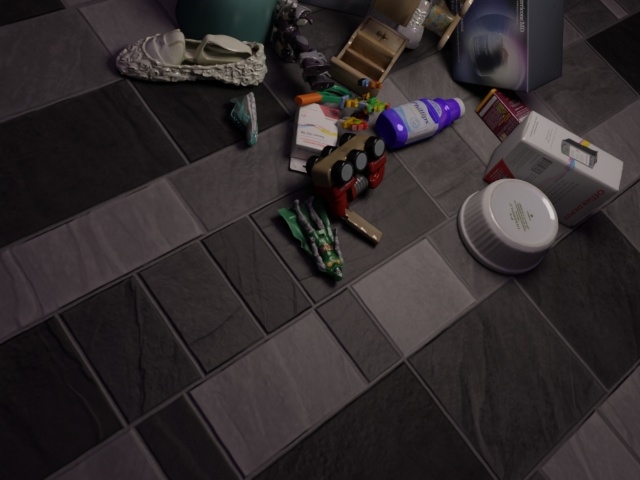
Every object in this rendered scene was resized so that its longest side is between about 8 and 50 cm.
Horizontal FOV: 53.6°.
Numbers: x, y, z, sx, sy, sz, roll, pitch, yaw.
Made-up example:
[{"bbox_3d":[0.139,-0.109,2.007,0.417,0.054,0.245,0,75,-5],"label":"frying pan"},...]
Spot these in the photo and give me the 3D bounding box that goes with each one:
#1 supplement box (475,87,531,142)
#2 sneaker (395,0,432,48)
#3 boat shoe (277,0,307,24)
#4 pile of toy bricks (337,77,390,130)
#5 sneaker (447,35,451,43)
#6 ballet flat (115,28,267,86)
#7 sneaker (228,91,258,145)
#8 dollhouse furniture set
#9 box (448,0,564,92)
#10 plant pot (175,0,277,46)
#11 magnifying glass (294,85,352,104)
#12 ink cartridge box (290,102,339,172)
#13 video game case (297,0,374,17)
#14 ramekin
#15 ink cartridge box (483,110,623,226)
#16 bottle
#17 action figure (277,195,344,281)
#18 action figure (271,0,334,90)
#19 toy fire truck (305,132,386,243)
[{"bbox_3d":[0.588,-0.379,1.969,0.081,0.104,0.188,-29,76,-30],"label":"supplement box"},{"bbox_3d":[0.309,-0.721,2.050,0.091,0.115,0.232,22,59,-6],"label":"sneaker"},{"bbox_3d":[-0.106,-0.735,1.958,0.184,0.066,0.063,34,58,12],"label":"boat shoe"},{"bbox_3d":[0.141,-0.379,1.770,0.105,0.118,0.212,18,33,23],"label":"pile of toy bricks"},{"bbox_3d":[0.449,-0.666,2.111,0.071,0.068,0.169,-7,57,-3],"label":"sneaker"},{"bbox_3d":[-0.341,-0.510,1.716,0.409,0.147,0.146,-1,64,-18],"label":"ballet flat"},{"bbox_3d":[-0.209,-0.324,1.712,0.076,0.065,0.166,-6,61,-3],"label":"sneaker"},{"bbox_3d":[0.192,-0.636,1.804,0.362,0.394,0.256,31,58,0],"label":"dollhouse furniture set"},{"bbox_3d":[0.557,-0.630,1.912,0.183,0.296,0.294,-29,35,-29],"label":"box"},{"bbox_3d":[-0.252,-0.713,1.792,0.293,0.235,0.292,8,62,-14],"label":"plant pot"},{"bbox_3d":[0.008,-0.407,1.789,0.092,0.026,0.231,35,32,23],"label":"magnifying glass"},{"bbox_3d":[-0.016,-0.279,1.737,0.115,0.067,0.198,12,60,-13],"label":"ink cartridge box"},{"bbox_3d":[0.051,-0.793,1.956,0.275,0.196,0.026,8,63,-14],"label":"video game case"},{"bbox_3d":[0.533,-0.050,1.763,0.273,0.127,0.272,8,61,-15],"label":"ramekin"},{"bbox_3d":[0.667,-0.202,1.831,0.306,0.226,0.131,28,59,-4],"label":"ink cartridge box"},{"bbox_3d":[0.302,-0.359,1.870,0.283,0.092,0.118,-21,69,-26],"label":"bottle"},{"bbox_3d":[0.000,0.000,1.603,0.137,0.063,0.232,-19,74,-29],"label":"action figure"},{"bbox_3d":[-0.060,-0.555,1.797,0.099,0.185,0.285,-20,65,-16],"label":"action figure"},{"bbox_3d":[0.101,-0.134,1.673,0.159,0.246,0.217,15,42,38],"label":"toy fire truck"}]
